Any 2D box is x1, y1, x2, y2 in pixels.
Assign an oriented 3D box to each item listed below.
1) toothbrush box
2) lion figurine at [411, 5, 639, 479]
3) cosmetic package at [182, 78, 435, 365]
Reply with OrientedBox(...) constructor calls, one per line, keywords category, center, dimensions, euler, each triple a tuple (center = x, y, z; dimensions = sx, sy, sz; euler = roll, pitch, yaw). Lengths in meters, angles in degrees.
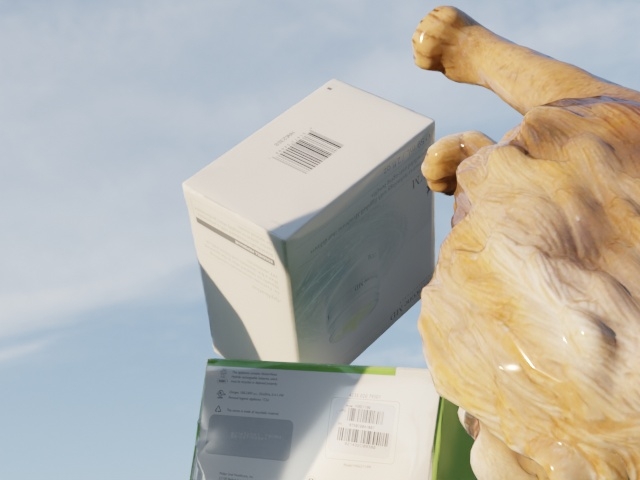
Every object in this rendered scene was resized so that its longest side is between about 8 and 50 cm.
OrientedBox(category="toothbrush box", center=(0.056, 0.181, 0.926), dimensions=(0.206, 0.122, 0.283), euler=(-1, -16, 29))
OrientedBox(category="lion figurine", center=(0.194, -0.027, 0.511), dimensions=(0.392, 0.240, 0.142), euler=(-20, -52, -23))
OrientedBox(category="cosmetic package", center=(0.000, 0.000, 1.125), dimensions=(0.224, 0.138, 0.225), euler=(-39, -38, -33))
